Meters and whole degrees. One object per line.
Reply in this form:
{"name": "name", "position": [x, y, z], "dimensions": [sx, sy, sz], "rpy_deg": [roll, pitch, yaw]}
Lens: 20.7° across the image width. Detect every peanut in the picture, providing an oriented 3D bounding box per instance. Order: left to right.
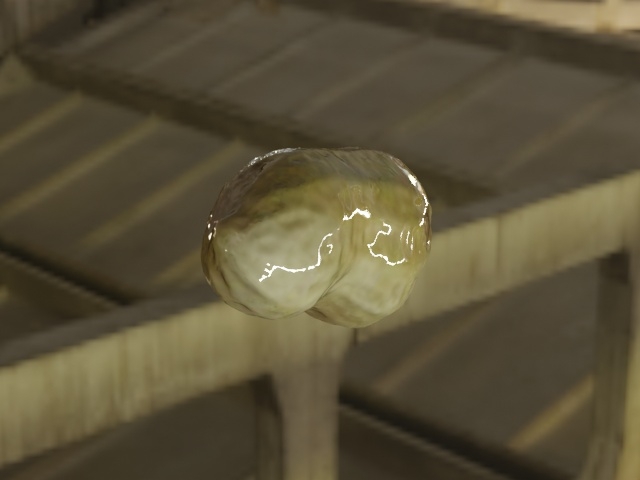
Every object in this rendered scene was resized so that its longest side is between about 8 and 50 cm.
{"name": "peanut", "position": [0.000, 0.000, 1.104], "dimensions": [0.110, 0.120, 0.236], "rpy_deg": [4, -172, 22]}
